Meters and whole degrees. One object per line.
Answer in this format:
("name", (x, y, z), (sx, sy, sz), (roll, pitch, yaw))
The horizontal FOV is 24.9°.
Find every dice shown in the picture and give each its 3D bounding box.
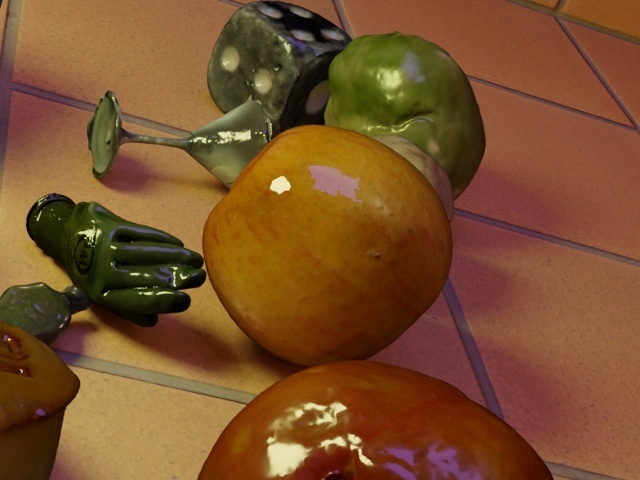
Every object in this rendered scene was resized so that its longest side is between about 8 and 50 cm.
("dice", (-0.061, -0.276, 2.356), (0.183, 0.181, 0.182), (38, 27, 29))

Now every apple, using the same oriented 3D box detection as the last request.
("apple", (0.000, 0.000, 1.730), (0.275, 0.299, 0.299), (39, 21, -20))

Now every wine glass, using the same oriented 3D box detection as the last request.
("wine glass", (-0.200, -0.137, 2.027), (0.232, 0.156, 0.156), (5, 31, -28))

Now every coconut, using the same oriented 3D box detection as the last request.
("coconut", (0.070, -0.044, 2.024), (0.224, 0.224, 0.224), (19, 26, -10))

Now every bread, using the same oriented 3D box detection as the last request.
("bread", (-0.355, 0.144, 1.302), (0.269, 0.148, 0.270), (11, 16, -3))

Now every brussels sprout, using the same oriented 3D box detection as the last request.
("brussels sprout", (0.121, -0.170, 2.231), (0.242, 0.316, 0.274), (-34, 78, -22))

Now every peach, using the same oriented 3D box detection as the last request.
("peach", (0.053, 0.265, 1.241), (0.342, 0.302, 0.343), (-6, 47, 7))

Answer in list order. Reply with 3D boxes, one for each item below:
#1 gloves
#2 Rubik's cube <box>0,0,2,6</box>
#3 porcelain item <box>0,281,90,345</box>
("gloves", (-0.248, 0.021, 1.698), (0.268, 0.135, 0.107), (21, 34, 34))
("Rubik's cube", (-0.591, -0.303, 1.838), (0.291, 0.290, 0.292), (25, 27, 3))
("porcelain item", (-0.323, 0.086, 1.570), (0.081, 0.069, 0.215), (39, 28, 9))
